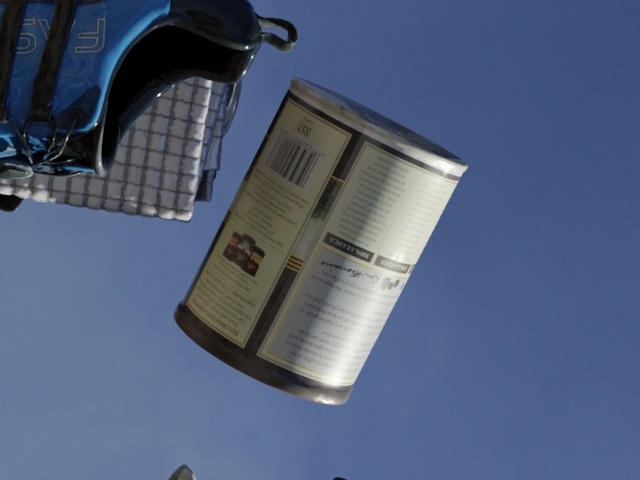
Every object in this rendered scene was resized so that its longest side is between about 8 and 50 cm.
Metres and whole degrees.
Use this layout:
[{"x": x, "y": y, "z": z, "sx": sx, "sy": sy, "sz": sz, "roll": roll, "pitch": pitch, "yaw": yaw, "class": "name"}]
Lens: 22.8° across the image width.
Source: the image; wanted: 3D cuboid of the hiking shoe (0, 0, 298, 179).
[{"x": -0.171, "y": -0.078, "z": 0.835, "sx": 0.132, "sy": 0.304, "sz": 0.113, "roll": 53, "pitch": -8, "yaw": 19, "class": "hiking shoe"}]

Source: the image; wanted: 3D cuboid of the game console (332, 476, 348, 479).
[{"x": 0.055, "y": 0.295, "z": 1.533, "sx": 0.124, "sy": 0.144, "sz": 0.085, "roll": -36, "pitch": -144, "yaw": 39, "class": "game console"}]

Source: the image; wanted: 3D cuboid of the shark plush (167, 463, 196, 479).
[{"x": -0.194, "y": 0.326, "z": 1.786, "sx": 0.161, "sy": 0.073, "sz": 0.067, "roll": -43, "pitch": -109, "yaw": 15, "class": "shark plush"}]

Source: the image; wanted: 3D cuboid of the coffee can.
[{"x": 0.000, "y": 0.000, "z": 1.617, "sx": 0.201, "sy": 0.201, "sz": 0.275, "roll": 39, "pitch": -76, "yaw": 54, "class": "coffee can"}]

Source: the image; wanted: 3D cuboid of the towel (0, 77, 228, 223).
[{"x": -0.201, "y": -0.171, "z": 1.494, "sx": 0.121, "sy": 0.235, "sz": 0.283, "roll": -113, "pitch": -149, "yaw": -78, "class": "towel"}]

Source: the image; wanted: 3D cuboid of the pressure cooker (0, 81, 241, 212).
[{"x": -0.319, "y": -0.244, "z": 2.066, "sx": 0.420, "sy": 0.370, "sz": 0.375, "roll": 9, "pitch": -64, "yaw": 69, "class": "pressure cooker"}]
